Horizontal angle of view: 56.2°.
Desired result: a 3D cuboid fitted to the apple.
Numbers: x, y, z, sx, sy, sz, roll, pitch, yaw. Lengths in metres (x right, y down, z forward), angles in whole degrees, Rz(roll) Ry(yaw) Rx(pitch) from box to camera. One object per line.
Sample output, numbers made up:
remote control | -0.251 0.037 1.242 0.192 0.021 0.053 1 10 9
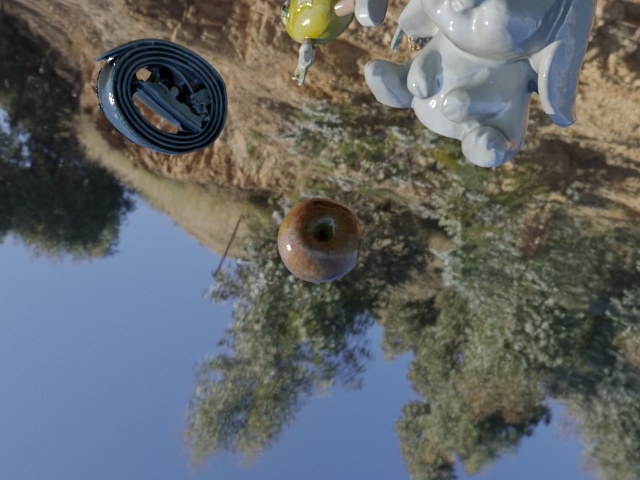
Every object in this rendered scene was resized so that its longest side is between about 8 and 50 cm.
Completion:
apple | 0.000 0.000 1.467 0.211 0.211 0.188 22 162 6

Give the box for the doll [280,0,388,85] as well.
doll | 0.031 -0.588 1.518 0.161 0.423 0.347 24 -131 -31

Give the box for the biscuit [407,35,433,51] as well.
biscuit | 0.423 -0.596 1.623 0.379 0.094 0.054 -8 -160 12

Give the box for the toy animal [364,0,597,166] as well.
toy animal | 0.198 -0.261 0.708 0.206 0.264 0.272 -28 -126 -32

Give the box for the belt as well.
belt | -0.307 -0.279 1.152 0.268 0.206 0.116 24 178 -38

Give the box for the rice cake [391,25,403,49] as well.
rice cake | 0.223 -0.585 1.720 0.022 0.022 0.121 -6 171 -5
